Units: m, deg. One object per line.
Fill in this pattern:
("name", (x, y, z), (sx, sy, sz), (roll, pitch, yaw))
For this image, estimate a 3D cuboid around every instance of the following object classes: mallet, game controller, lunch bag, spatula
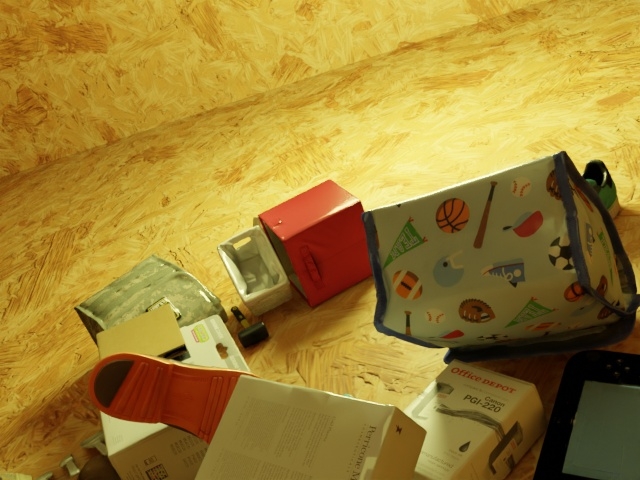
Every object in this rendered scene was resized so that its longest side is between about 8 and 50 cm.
("mallet", (-0.174, 0.185, 1.700), (0.062, 0.039, 0.189), (-29, 22, -19))
("game controller", (0.393, 0.264, 1.047), (0.166, 0.067, 0.319), (-5, 32, 33))
("lunch bag", (-0.370, 0.176, 1.729), (0.235, 0.169, 0.287), (-37, 36, -27))
("lunch bag", (0.299, 0.062, 1.215), (0.327, 0.385, 0.239), (-13, 69, 28))
("spatula", (-0.457, 0.408, 1.429), (0.168, 0.019, 0.242), (-32, 4, -24))

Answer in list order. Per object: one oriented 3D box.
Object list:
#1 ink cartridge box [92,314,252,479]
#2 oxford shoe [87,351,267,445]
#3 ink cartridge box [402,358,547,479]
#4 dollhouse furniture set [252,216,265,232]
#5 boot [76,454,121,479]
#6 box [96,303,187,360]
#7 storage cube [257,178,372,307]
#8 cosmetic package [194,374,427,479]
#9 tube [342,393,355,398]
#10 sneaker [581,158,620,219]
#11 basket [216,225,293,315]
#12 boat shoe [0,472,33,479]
("ink cartridge box", (-0.258, 0.298, 1.439), (0.271, 0.130, 0.309), (-25, 26, -11))
("oxford shoe", (-0.179, 0.252, 1.233), (0.132, 0.363, 0.130), (165, 126, -78))
("ink cartridge box", (0.201, 0.287, 1.132), (0.218, 0.092, 0.158), (-37, 29, -30))
("dollhouse furniture set", (-0.066, -0.008, 1.850), (0.123, 0.144, 0.151), (2, -1, 41))
("boot", (-0.389, 0.441, 1.295), (0.112, 0.115, 0.305), (-26, 23, 1))
("box", (-0.353, 0.200, 1.524), (0.164, 0.021, 0.201), (-23, 24, -11))
("storage cube", (0.000, 0.000, 1.734), (0.193, 0.184, 0.215), (-27, 26, -10))
("cosmetic package", (-0.056, 0.380, 1.005), (0.284, 0.097, 0.377), (1, 59, 43))
("tube", (-0.008, 0.339, 1.259), (0.207, 0.052, 0.080), (-43, 26, -25))
("sneaker", (0.482, -0.046, 1.499), (0.108, 0.121, 0.302), (2, 36, 42))
("basket", (-0.143, 0.072, 1.733), (0.113, 0.103, 0.167), (-26, 60, -6))
("boat shoe", (-0.533, 0.453, 1.277), (0.341, 0.110, 0.122), (-18, 56, 65))
